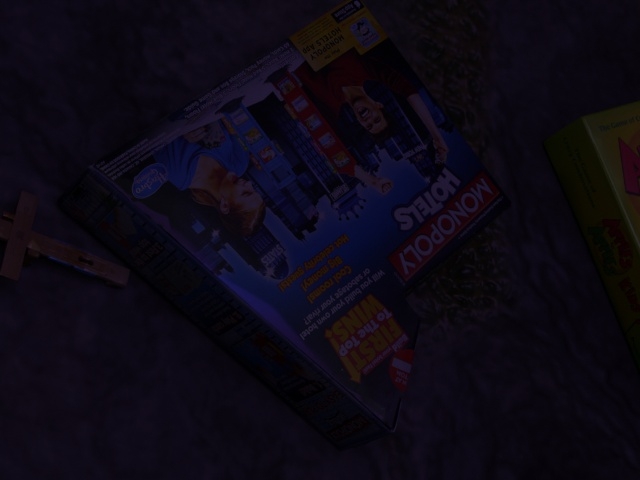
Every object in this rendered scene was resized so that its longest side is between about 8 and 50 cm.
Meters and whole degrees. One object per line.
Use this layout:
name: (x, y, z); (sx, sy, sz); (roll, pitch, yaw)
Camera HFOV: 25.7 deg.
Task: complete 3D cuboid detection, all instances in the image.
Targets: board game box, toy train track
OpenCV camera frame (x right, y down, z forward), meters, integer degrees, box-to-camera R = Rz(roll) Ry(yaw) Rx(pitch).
board game box: (0.000, 0.000, 0.737); (0.194, 0.060, 0.194); (-37, 92, -31)
board game box: (0.214, 0.005, 0.851); (0.092, 0.043, 0.181); (-17, 81, -30)
toy train track: (-0.135, 0.006, 0.695); (0.083, 0.014, 0.048); (23, 57, -24)
